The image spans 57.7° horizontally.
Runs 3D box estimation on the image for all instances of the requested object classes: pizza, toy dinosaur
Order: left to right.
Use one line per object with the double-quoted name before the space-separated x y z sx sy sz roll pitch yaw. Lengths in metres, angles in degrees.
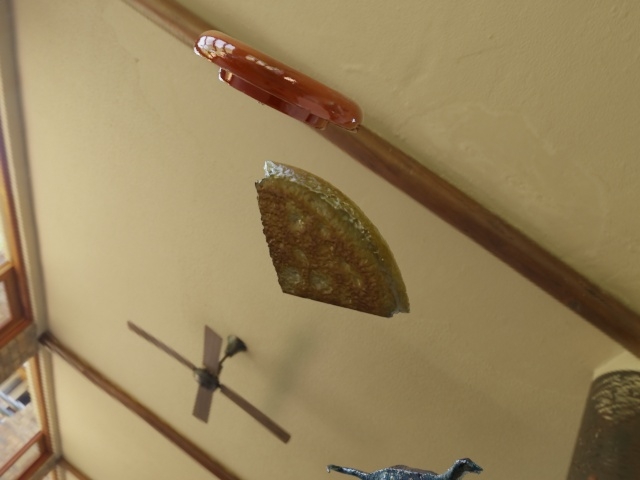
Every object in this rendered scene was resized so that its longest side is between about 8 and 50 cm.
"pizza" 0.024 -0.005 0.991 0.269 0.087 0.257 12 -53 35
"toy dinosaur" 0.150 0.395 0.916 0.147 0.076 0.363 52 -35 -7

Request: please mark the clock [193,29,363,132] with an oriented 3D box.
"clock" -0.046 -0.174 0.658 0.205 0.205 0.051 29 -78 13
